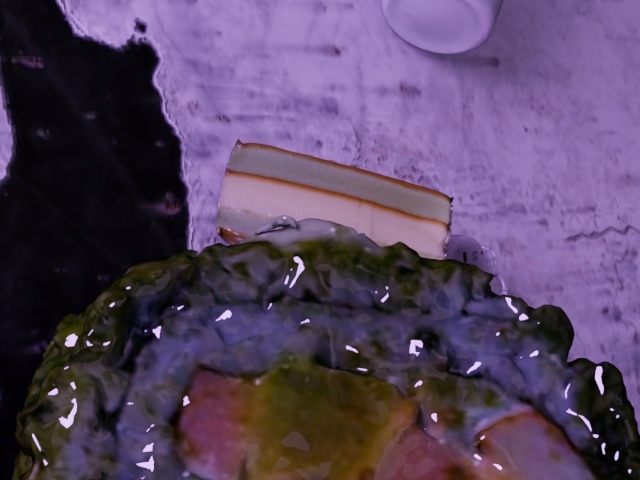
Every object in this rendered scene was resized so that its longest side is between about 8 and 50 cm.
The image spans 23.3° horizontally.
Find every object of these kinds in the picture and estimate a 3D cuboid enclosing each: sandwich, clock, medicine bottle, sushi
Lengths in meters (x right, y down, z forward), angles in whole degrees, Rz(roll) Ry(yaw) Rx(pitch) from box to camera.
[{"bbox_3d":[0.000,0.000,1.102,0.163,0.113,0.079,13,68,-9],"label":"sandwich"},{"bbox_3d":[0.108,0.059,1.184,0.087,0.041,0.129,-4,92,-54],"label":"clock"},{"bbox_3d":[0.123,-0.273,1.247,0.095,0.095,0.260,42,51,-33],"label":"medicine bottle"},{"bbox_3d":[-0.002,0.143,0.856,0.352,0.178,0.294,4,64,-16],"label":"sushi"}]
